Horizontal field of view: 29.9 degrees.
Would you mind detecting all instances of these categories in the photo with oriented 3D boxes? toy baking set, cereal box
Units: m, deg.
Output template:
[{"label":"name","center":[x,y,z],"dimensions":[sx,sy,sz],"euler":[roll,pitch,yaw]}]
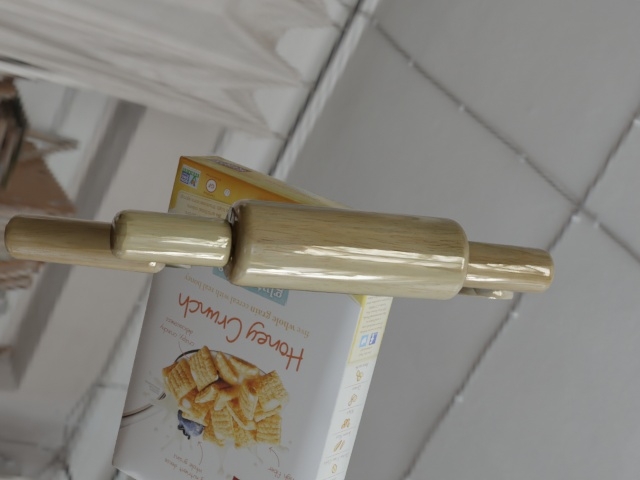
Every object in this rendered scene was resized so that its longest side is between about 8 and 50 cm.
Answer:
[{"label":"toy baking set","center":[0.001,0.000,0.497],"dimensions":[0.197,0.256,0.030],"euler":[-168,-97,-74]},{"label":"cereal box","center":[-0.048,0.079,0.823],"dimensions":[0.173,0.047,0.240],"euler":[21,-75,30]}]
